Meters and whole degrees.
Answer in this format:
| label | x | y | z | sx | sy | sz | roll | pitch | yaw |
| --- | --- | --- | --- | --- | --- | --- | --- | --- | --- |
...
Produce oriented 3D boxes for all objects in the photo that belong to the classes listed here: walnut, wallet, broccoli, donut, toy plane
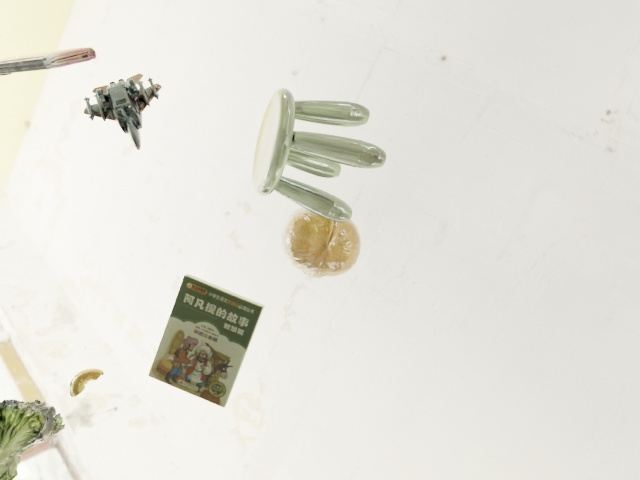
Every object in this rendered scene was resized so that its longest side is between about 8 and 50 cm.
| label | x | y | z | sx | sy | sz | roll | pitch | yaw |
| --- | --- | --- | --- | --- | --- | --- | --- | --- | --- |
| walnut | 0.000 | 0.000 | 0.975 | 0.193 | 0.225 | 0.193 | 0 | -88 | -2 |
| wallet | -0.538 | -0.324 | 0.740 | 0.232 | 0.119 | 0.025 | 4 | -55 | 19 |
| broccoli | -0.725 | 0.505 | 0.898 | 0.164 | 0.304 | 0.146 | 19 | -42 | -2 |
| donut | -0.640 | 0.387 | 1.113 | 0.038 | 0.083 | 0.067 | -32 | -116 | 57 |
| toy plane | -0.523 | -0.351 | 1.091 | 0.104 | 0.222 | 0.326 | 79 | -17 | -48 |

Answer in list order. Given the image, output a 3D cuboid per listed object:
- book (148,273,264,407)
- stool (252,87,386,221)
| label | x | y | z | sx | sy | sz | roll | pitch | yaw |
| --- | --- | --- | --- | --- | --- | --- | --- | --- | --- |
| book | -0.270 | 0.237 | 0.956 | 0.201 | 0.027 | 0.264 | 22 | -84 | 2 |
| stool | -0.014 | -0.163 | 0.773 | 0.195 | 0.198 | 0.195 | -101 | -149 | -41 |
